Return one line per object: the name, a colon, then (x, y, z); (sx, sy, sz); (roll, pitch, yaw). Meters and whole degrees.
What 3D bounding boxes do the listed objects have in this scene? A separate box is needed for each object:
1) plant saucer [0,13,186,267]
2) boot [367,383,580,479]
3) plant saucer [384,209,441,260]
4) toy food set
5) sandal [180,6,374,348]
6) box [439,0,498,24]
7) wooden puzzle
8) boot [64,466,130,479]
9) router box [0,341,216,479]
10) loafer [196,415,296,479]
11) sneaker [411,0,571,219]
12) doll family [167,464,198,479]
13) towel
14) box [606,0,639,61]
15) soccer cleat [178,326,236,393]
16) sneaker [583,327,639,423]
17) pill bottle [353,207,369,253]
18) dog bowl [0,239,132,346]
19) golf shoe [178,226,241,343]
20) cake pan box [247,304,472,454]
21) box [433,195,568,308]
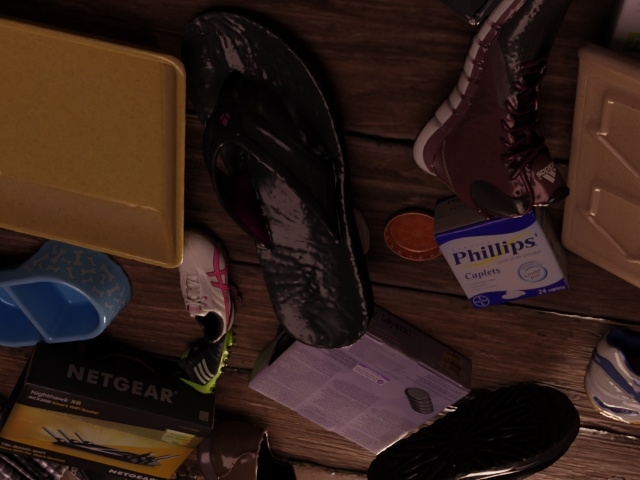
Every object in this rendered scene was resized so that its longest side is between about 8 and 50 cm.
plant saucer: (-0.317, -0.138, 1.022); (0.333, 0.081, 0.332); (14, 134, 4)
boot: (0.270, 0.371, 1.296); (0.348, 0.131, 0.260); (-26, 131, 19)
plant saucer: (0.125, -0.008, 1.066); (0.084, 0.013, 0.083); (8, 135, 8)
toy food set: (-0.335, 0.245, 1.414); (0.192, 0.038, 0.132); (18, 134, -1)
sandal: (-0.043, -0.051, 0.956); (0.168, 0.107, 0.445); (-10, 114, 25)
box: (0.065, -0.406, 0.626); (0.395, 0.097, 0.318); (35, 131, -7)
wooden puzzle: (0.402, -0.031, 0.821); (0.322, 0.080, 0.347); (33, 159, 32)
boot: (-0.374, 0.455, 1.584); (0.236, 0.085, 0.179); (41, 131, -13)
router box: (-0.365, 0.302, 1.387); (0.309, 0.081, 0.243); (19, 135, -21)
loafer: (-0.105, 0.464, 1.489); (0.130, 0.133, 0.365); (-5, 131, 20)
sneaker: (0.211, -0.125, 0.827); (0.162, 0.106, 0.281); (52, 147, 19)
doll family: (-0.231, 0.491, 1.594); (0.193, 0.076, 0.111); (12, 130, 0)
towel: (-0.639, 0.456, 1.600); (0.235, 0.121, 0.284); (43, 133, -4)
box: (0.402, -0.290, 0.697); (0.232, 0.058, 0.322); (10, 135, 7)
soccer cleat: (-0.183, 0.186, 1.305); (0.072, 0.060, 0.179); (23, 137, -4)
sneaker: (0.504, 0.186, 1.075); (0.297, 0.111, 0.131); (4, 133, 11)
pill bottle: (0.000, 0.000, 1.073); (0.116, 0.065, 0.065); (-14, 127, 27)
dog bowl: (-0.439, 0.089, 1.274); (0.297, 0.074, 0.166); (-8, 129, 22)
golf shoe: (-0.163, 0.064, 1.165); (0.068, 0.086, 0.186); (-3, 130, 20)
cake pan box: (0.051, 0.202, 1.247); (0.267, 0.070, 0.245); (30, 131, -13)
box: (0.222, 0.005, 1.010); (0.126, 0.072, 0.137); (-16, 125, 27)
